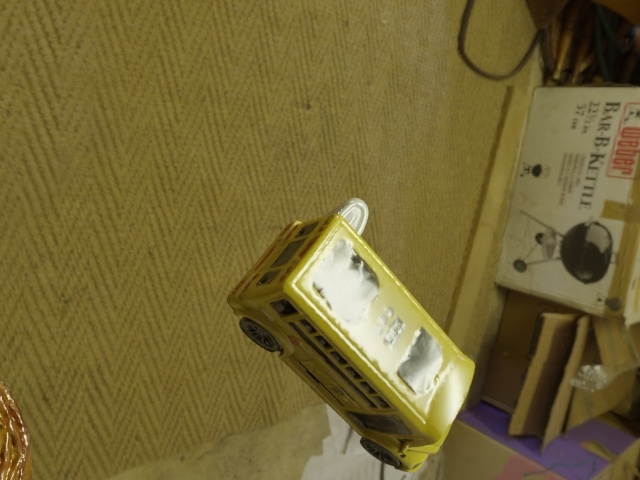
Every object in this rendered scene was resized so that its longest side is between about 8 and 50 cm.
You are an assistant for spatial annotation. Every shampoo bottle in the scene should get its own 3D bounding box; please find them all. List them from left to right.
[{"bbox_3d":[0.000,0.000,0.807,0.051,0.221,0.108,37,69,-10],"label":"shampoo bottle"}]

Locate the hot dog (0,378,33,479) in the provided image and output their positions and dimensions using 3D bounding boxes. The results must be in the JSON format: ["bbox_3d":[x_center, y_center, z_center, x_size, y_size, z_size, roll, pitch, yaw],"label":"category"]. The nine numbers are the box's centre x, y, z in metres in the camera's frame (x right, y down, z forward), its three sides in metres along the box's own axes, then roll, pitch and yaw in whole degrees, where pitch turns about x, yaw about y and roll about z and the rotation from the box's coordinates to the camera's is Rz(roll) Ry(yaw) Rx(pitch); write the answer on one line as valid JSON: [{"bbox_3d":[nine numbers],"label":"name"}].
[{"bbox_3d":[-0.416,0.265,0.594,0.114,0.175,0.259,15,81,-42],"label":"hot dog"}]

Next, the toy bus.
[{"bbox_3d":[0.060,0.131,0.591,0.331,0.151,0.145,47,58,-17],"label":"toy bus"}]
